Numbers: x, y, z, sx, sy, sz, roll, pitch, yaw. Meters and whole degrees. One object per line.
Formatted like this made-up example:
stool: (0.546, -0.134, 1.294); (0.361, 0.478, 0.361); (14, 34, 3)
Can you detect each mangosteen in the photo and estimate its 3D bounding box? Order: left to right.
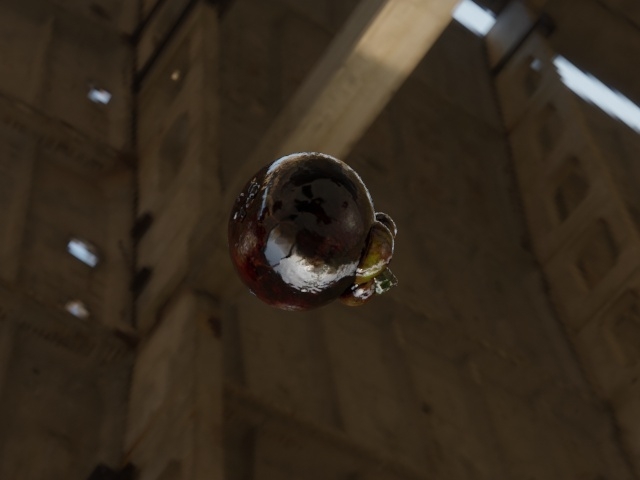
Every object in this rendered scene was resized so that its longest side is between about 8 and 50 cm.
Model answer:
mangosteen: (0.000, 0.000, 0.988); (0.140, 0.140, 0.140); (29, -152, -17)
